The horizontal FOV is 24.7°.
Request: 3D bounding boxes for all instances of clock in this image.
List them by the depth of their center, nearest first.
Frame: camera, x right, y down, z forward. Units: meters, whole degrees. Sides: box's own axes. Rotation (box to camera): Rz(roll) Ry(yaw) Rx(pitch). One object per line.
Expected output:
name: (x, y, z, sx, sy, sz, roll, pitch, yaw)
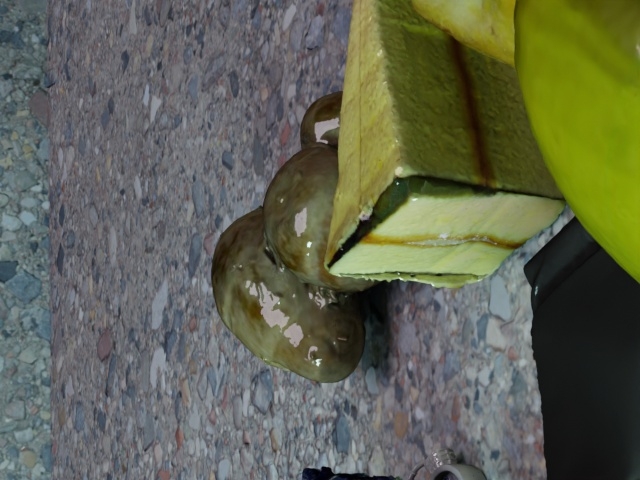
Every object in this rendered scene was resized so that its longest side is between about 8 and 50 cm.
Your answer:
clock: (0.107, 0.253, 1.332, 0.087, 0.041, 0.129, 57, 132, 46)

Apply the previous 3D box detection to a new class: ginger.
ginger: (0.000, 0.000, 1.492, 0.304, 0.155, 0.245, -59, 29, 31)

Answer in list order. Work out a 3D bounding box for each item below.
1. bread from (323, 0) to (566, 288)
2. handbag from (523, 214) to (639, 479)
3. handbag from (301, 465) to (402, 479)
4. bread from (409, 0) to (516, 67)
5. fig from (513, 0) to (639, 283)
bread: (0.092, -0.107, 1.278, 0.163, 0.167, 0.264, 130, 140, -53)
handbag: (0.234, 0.062, 1.013, 0.247, 0.080, 0.223, 128, 147, -51)
handbag: (0.065, 0.307, 1.254, 0.260, 0.113, 0.162, 58, 154, -3)
bread: (0.110, -0.261, 1.112, 0.370, 0.191, 0.314, 54, -172, 5)
fig: (0.272, -0.086, 0.722, 0.343, 0.343, 0.343, -176, 90, -65)
